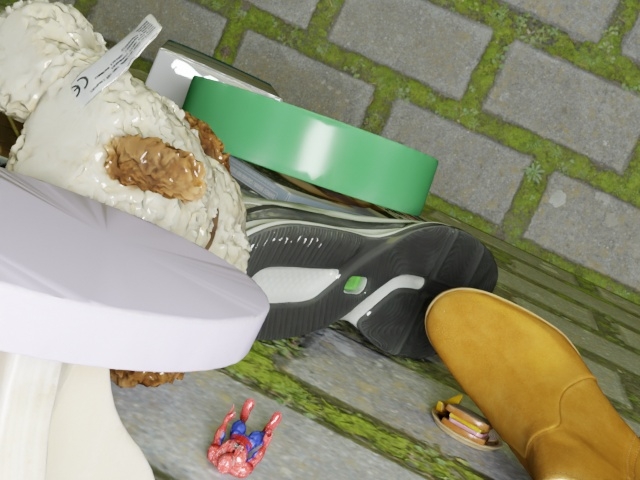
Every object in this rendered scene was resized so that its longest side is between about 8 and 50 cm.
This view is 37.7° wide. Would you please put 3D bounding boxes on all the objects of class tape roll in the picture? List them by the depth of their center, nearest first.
[{"bbox_3d":[-0.016,-0.117,1.164,0.321,0.077,0.321,18,5,-2],"label":"tape roll"}]

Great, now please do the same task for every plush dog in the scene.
[{"bbox_3d":[-0.124,-0.019,0.661,0.210,0.262,0.225,3,-18,25],"label":"plush dog"}]

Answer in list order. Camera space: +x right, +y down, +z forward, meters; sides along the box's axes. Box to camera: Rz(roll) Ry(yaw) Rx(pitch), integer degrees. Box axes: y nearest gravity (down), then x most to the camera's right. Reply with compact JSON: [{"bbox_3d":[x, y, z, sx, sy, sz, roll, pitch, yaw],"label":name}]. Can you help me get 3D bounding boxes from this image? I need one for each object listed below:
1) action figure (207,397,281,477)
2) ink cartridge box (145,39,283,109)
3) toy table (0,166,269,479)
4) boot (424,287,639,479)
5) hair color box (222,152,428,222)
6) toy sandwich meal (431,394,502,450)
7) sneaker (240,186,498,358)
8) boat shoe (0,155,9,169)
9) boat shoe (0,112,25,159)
[{"bbox_3d":[-0.055,0.140,0.664,0.038,0.030,0.115,30,13,3],"label":"action figure"},{"bbox_3d":[-0.192,-0.183,1.472,0.197,0.198,0.270,23,10,-12],"label":"ink cartridge box"},{"bbox_3d":[-0.169,0.059,0.439,0.274,0.161,0.252,19,11,-31],"label":"toy table"},{"bbox_3d":[0.197,0.162,0.809,0.295,0.104,0.211,41,17,8],"label":"boot"},{"bbox_3d":[0.018,-0.015,1.351,0.374,0.113,0.185,13,15,-44],"label":"hair color box"},{"bbox_3d":[0.146,0.176,0.920,0.085,0.029,0.085,24,11,-5],"label":"toy sandwich meal"},{"bbox_3d":[0.000,-0.001,1.086,0.447,0.169,0.257,11,19,-44],"label":"sneaker"},{"bbox_3d":[-0.268,-0.026,0.818,0.302,0.091,0.114,27,11,16],"label":"boat shoe"},{"bbox_3d":[-0.339,-0.098,0.992,0.342,0.123,0.123,9,54,-61],"label":"boat shoe"}]
